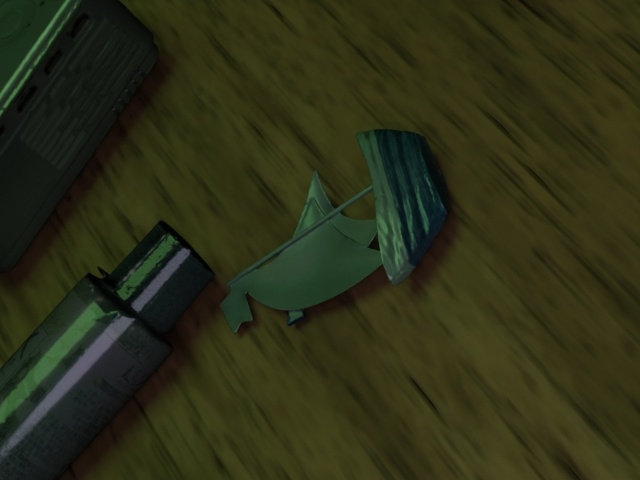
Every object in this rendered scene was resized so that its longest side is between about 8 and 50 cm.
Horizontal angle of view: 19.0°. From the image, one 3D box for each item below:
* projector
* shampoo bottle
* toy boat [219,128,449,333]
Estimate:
[{"bbox_3d":[-0.243,-0.098,1.244,0.256,0.099,0.192,23,74,45],"label":"projector"},{"bbox_3d":[-0.144,0.082,1.056,0.214,0.072,0.072,-48,43,-1],"label":"shampoo bottle"},{"bbox_3d":[0.008,0.003,1.016,0.149,0.034,0.105,-45,41,2],"label":"toy boat"}]
